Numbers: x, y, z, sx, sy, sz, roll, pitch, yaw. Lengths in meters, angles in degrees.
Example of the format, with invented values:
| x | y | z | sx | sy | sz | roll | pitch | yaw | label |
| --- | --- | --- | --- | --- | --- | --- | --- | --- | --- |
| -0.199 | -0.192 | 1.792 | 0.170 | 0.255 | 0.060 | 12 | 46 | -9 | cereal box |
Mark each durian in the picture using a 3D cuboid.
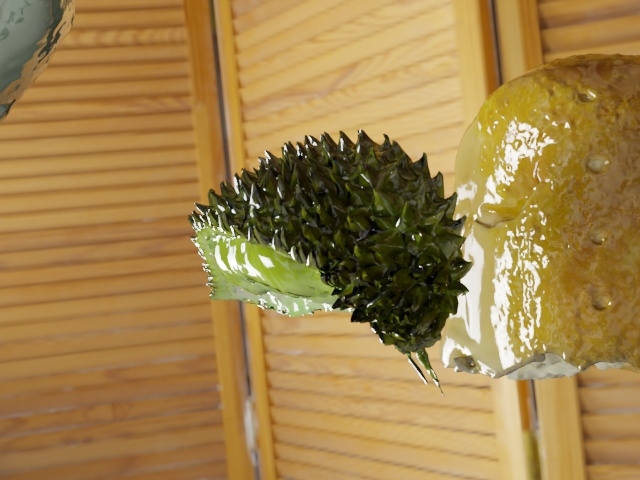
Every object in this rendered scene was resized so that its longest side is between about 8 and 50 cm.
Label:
| x | y | z | sx | sy | sz | roll | pitch | yaw | label |
| --- | --- | --- | --- | --- | --- | --- | --- | --- | --- |
| 0.000 | 0.000 | 0.881 | 0.158 | 0.169 | 0.352 | -37 | -154 | -28 | durian |

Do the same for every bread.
| x | y | z | sx | sy | sz | roll | pitch | yaw | label |
| --- | --- | --- | --- | --- | --- | --- | --- | --- | --- |
| 0.318 | -0.013 | 1.126 | 0.361 | 0.394 | 0.250 | 2 | -169 | 9 | bread |

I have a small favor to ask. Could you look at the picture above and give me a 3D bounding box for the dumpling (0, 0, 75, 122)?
| x | y | z | sx | sy | sz | roll | pitch | yaw | label |
| --- | --- | --- | --- | --- | --- | --- | --- | --- | --- |
| -0.156 | -0.103 | 0.409 | 0.217 | 0.105 | 0.149 | -41 | -163 | 40 | dumpling |
